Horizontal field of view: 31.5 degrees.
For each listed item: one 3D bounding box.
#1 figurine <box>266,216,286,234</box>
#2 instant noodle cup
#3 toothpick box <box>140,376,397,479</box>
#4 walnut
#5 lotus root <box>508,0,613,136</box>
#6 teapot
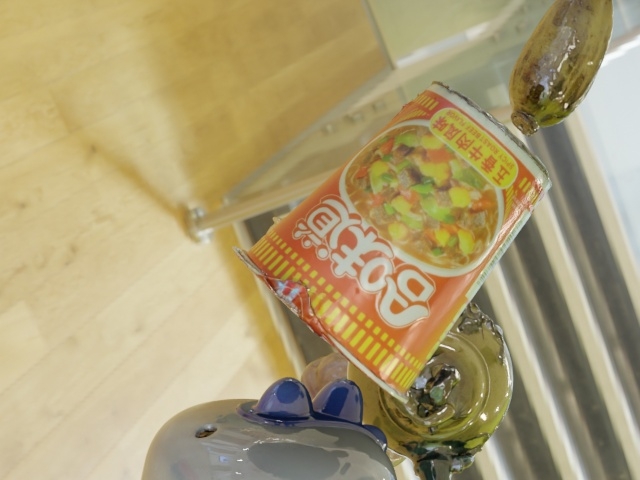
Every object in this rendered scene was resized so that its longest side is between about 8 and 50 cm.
[{"bbox_3d":[0.000,0.000,1.744,0.114,0.196,0.108,22,56,-40],"label":"figurine"},{"bbox_3d":[0.067,-0.009,0.912,0.193,0.212,0.193,42,1,-1],"label":"instant noodle cup"},{"bbox_3d":[-0.048,0.294,1.018,0.263,0.263,0.355,-4,105,-68],"label":"toothpick box"},{"bbox_3d":[0.068,0.312,2.097,0.248,0.248,0.248,49,30,-43],"label":"walnut"},{"bbox_3d":[0.262,-0.198,1.244,0.089,0.179,0.080,23,6,-39],"label":"lotus root"},{"bbox_3d":[0.113,0.129,1.158,0.182,0.173,0.269,-16,104,-87],"label":"teapot"}]
